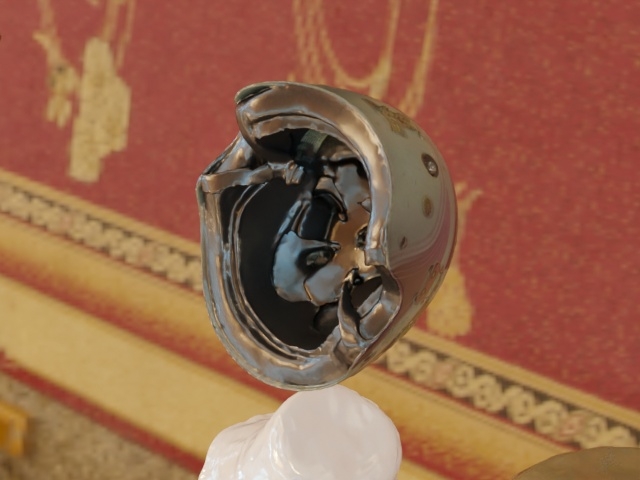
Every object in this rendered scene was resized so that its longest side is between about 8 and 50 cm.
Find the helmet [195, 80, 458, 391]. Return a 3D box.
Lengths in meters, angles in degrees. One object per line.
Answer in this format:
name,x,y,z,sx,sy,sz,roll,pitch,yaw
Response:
helmet,0.013,-0.008,0.955,0.153,0.107,0.177,47,134,26

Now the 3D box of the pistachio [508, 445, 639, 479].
pistachio,0.193,0.184,0.933,0.136,0.226,0.136,-174,90,-79

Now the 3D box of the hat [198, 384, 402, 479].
hat,-0.002,0.202,1.475,0.203,0.203,0.126,60,146,26
